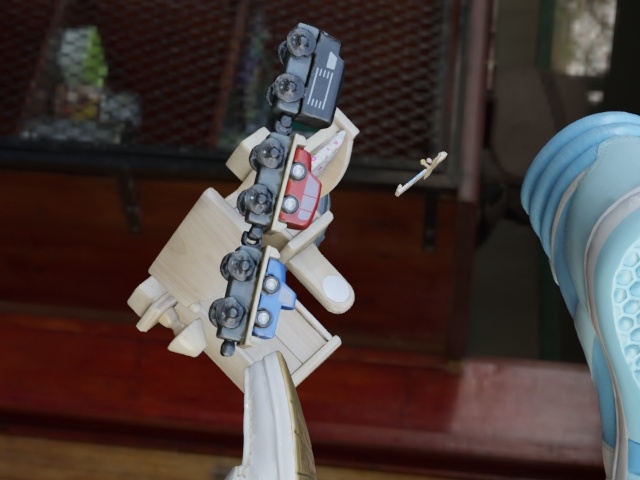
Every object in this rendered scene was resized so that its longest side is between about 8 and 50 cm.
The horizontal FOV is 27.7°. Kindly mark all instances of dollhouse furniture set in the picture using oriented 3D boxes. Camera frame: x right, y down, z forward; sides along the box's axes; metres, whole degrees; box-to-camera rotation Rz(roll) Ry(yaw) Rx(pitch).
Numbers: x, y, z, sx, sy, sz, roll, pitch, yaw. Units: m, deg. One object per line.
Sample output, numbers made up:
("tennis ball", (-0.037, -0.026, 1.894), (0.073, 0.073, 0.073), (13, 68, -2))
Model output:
("dollhouse furniture set", (0.000, 0.000, 1.268), (0.303, 0.174, 0.355), (-40, 175, -42))

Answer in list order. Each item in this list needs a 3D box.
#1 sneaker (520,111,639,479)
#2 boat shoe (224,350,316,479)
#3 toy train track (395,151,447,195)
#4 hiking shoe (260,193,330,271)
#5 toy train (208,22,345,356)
("sneaker", (0.214, 0.060, 0.832), (0.208, 0.127, 0.319), (-104, -179, -57))
("boat shoe", (-0.050, 0.213, 0.949), (0.098, 0.096, 0.277), (68, 15, -60))
("toy train track", (0.112, -0.079, 1.484), (0.083, 0.014, 0.048), (-39, 167, -28))
("hiking shoe", (-0.072, -0.013, 1.525), (0.227, 0.086, 0.114), (-50, 139, -26))
("toy train", (-0.017, -0.022, 0.596), (0.027, 0.036, 0.158), (159, -54, -73))
